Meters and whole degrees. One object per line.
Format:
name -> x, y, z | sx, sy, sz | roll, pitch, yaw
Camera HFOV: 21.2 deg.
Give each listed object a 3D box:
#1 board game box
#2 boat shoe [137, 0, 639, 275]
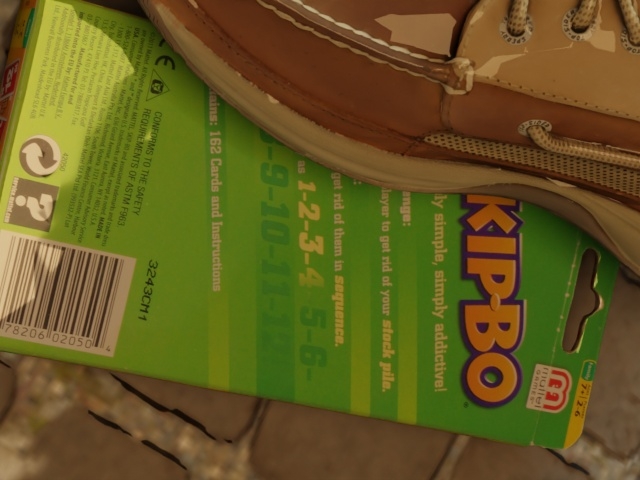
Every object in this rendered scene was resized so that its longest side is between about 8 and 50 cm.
board game box -> 0.000, 0.000, 0.644 | 0.259, 0.039, 0.124 | 13, 90, -24
boat shoe -> 0.088, -0.076, 0.608 | 0.324, 0.116, 0.123 | 19, 58, -24
